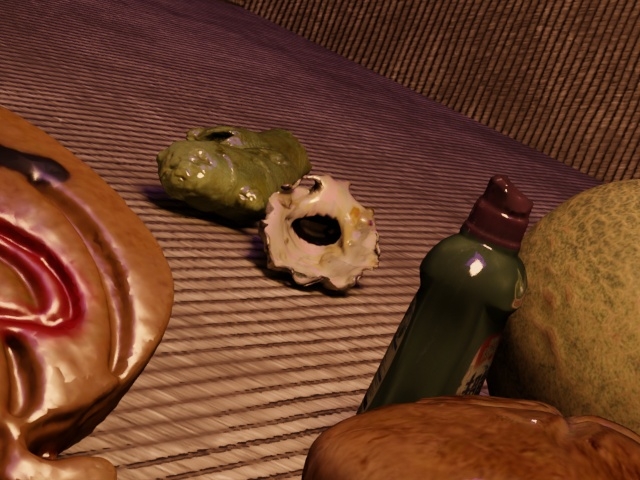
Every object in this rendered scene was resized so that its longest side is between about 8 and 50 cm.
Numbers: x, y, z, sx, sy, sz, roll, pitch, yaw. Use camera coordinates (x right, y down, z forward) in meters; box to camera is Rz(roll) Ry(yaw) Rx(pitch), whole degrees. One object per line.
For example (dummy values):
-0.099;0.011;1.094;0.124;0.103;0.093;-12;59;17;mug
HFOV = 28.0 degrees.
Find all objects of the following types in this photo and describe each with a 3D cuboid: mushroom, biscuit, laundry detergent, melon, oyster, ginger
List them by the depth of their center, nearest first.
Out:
-0.225;0.033;0.604;0.314;0.063;0.367;39;37;16;biscuit
0.113;0.158;0.699;0.278;0.146;0.278;22;3;-1;mushroom
0.092;0.058;0.886;0.078;0.222;0.144;25;13;15;laundry detergent
0.243;0.092;0.944;0.248;0.248;0.329;20;23;-8;melon
-0.008;-0.002;1.302;0.133;0.072;0.209;26;33;-11;oyster
-0.095;-0.078;1.413;0.137;0.089;0.290;40;18;-4;ginger
